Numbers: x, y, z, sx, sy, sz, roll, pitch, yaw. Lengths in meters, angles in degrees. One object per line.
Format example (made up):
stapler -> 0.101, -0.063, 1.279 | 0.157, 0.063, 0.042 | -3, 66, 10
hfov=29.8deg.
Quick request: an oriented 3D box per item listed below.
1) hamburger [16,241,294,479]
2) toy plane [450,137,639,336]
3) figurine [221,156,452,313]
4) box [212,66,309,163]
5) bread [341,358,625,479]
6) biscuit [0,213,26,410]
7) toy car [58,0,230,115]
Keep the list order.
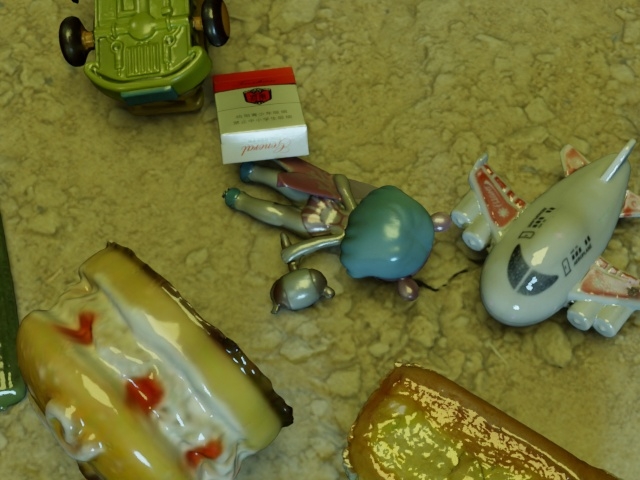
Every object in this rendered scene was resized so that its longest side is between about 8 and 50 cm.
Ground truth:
hamburger -> -0.170, 0.166, 1.202 | 0.186, 0.261, 0.303 | -48, 115, -13
toy plane -> 0.269, -0.007, 1.339 | 0.252, 0.118, 0.252 | 1, 67, -3
figurine -> 0.001, -0.011, 1.349 | 0.260, 0.103, 0.205 | 22, 65, 20
box -> -0.072, -0.148, 1.404 | 0.100, 0.048, 0.152 | -5, 32, -5
bread -> 0.163, 0.251, 1.224 | 0.288, 0.119, 0.152 | 31, 64, 13
biscuit -> -0.400, 0.042, 1.356 | 0.099, 0.038, 0.323 | -11, 66, -9
toy car -> -0.199, -0.269, 1.440 | 0.200, 0.142, 0.248 | -3, 73, 8
